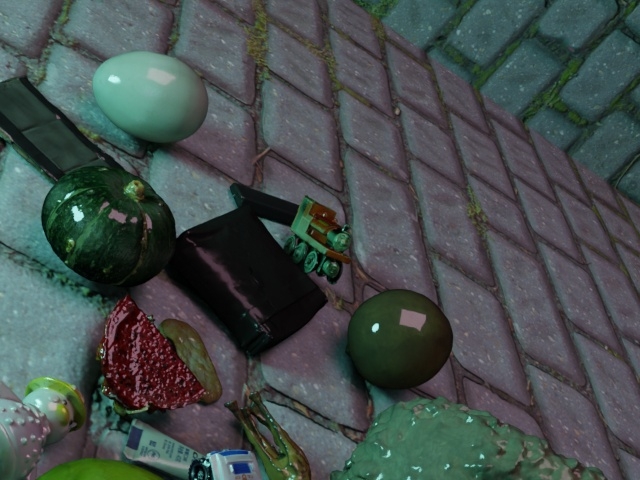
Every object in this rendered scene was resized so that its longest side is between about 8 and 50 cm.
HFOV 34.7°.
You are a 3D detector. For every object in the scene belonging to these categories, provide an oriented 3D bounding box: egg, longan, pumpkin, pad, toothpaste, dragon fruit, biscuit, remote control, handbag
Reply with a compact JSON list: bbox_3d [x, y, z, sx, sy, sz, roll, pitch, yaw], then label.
[{"bbox_3d":[-0.288,-0.246,1.736,0.209,0.151,0.151,18,34,-39],"label":"egg"},{"bbox_3d":[0.128,0.160,1.673,0.189,0.189,0.189,32,27,-18],"label":"longan"},{"bbox_3d":[-0.284,-0.020,1.387,0.190,0.146,0.190,44,3,-3],"label":"pumpkin"},{"bbox_3d":[-0.420,-0.159,1.570,0.233,0.022,0.174,42,24,-2],"label":"pad"},{"bbox_3d":[-0.139,0.283,1.238,0.216,0.037,0.062,31,31,-17],"label":"toothpaste"},{"bbox_3d":[-0.234,0.162,1.257,0.162,0.083,0.106,56,42,-11],"label":"dragon fruit"},{"bbox_3d":[-0.178,0.162,1.396,0.071,0.018,0.147,18,33,-45],"label":"biscuit"},{"bbox_3d":[-0.066,-0.055,1.894,0.245,0.025,0.063,17,31,-42],"label":"remote control"},{"bbox_3d":[-0.106,0.053,1.599,0.223,0.080,0.247,46,26,8],"label":"handbag"}]

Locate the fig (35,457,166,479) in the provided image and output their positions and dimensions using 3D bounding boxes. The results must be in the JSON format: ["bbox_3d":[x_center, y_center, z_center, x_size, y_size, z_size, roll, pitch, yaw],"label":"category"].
[{"bbox_3d":[-0.208,0.299,0.933,0.230,0.207,0.207,26,18,25],"label":"fig"}]

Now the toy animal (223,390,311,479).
[{"bbox_3d":[-0.041,0.289,1.272,0.275,0.054,0.149,55,-4,44],"label":"toy animal"}]

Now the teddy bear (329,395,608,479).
[{"bbox_3d":[0.117,0.362,1.231,0.367,0.357,0.224,-50,120,-26],"label":"teddy bear"}]

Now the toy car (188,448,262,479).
[{"bbox_3d":[-0.091,0.322,1.168,0.080,0.070,0.171,11,60,-49],"label":"toy car"}]

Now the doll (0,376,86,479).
[{"bbox_3d":[-0.313,0.199,1.076,0.207,0.081,0.129,-31,105,-67],"label":"doll"}]

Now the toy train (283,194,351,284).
[{"bbox_3d":[0.000,0.000,1.756,0.074,0.118,0.176,22,5,-27],"label":"toy train"}]
